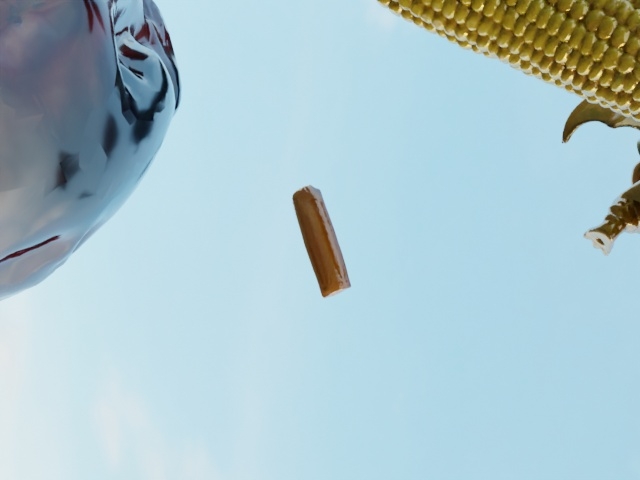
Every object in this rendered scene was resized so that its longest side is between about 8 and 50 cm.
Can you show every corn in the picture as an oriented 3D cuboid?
[{"bbox_3d":[0.197,-0.218,1.085,0.387,0.144,0.144,32,-53,14],"label":"corn"}]

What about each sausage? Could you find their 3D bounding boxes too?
[{"bbox_3d":[0.000,0.000,1.353,0.041,0.039,0.131,64,9,-79],"label":"sausage"}]

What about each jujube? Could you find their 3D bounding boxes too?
[{"bbox_3d":[-0.125,-0.061,0.404,0.168,0.236,0.168,3,-81,20],"label":"jujube"}]

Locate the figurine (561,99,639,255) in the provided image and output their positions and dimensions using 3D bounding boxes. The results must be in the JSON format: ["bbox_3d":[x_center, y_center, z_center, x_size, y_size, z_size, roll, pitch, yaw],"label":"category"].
[{"bbox_3d":[0.582,-0.081,1.630,0.401,0.387,0.268,39,-18,41],"label":"figurine"}]

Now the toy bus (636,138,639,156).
[{"bbox_3d":[0.397,-0.047,1.264,0.081,0.089,0.195,-21,-131,33],"label":"toy bus"}]
